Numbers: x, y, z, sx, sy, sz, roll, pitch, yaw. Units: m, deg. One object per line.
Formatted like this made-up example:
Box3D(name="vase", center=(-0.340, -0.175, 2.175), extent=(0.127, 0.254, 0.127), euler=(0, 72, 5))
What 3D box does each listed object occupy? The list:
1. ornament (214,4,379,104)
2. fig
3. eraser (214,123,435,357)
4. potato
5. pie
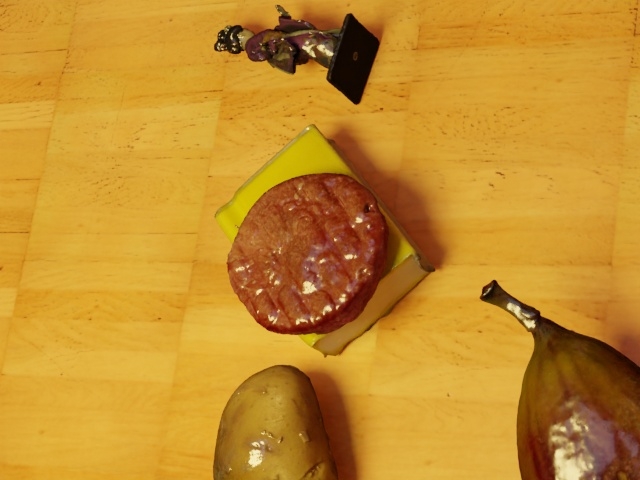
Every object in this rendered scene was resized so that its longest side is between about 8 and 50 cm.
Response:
Box3D(name="ornament", center=(-0.036, -0.230, 1.702), extent=(0.203, 0.088, 0.081), euler=(21, 82, 34))
Box3D(name="fig", center=(0.235, 0.151, 1.373), extent=(0.170, 0.145, 0.274), euler=(-35, 74, 13))
Box3D(name="eraser", center=(0.000, 0.000, 1.609), extent=(0.158, 0.069, 0.226), euler=(-43, 57, 10))
Box3D(name="potato", center=(-0.051, 0.216, 1.528), extent=(0.137, 0.137, 0.176), euler=(-28, 60, 17))
Box3D(name="pie", center=(-0.012, 0.013, 1.541), extent=(0.182, 0.049, 0.182), euler=(-9, 67, 23))
